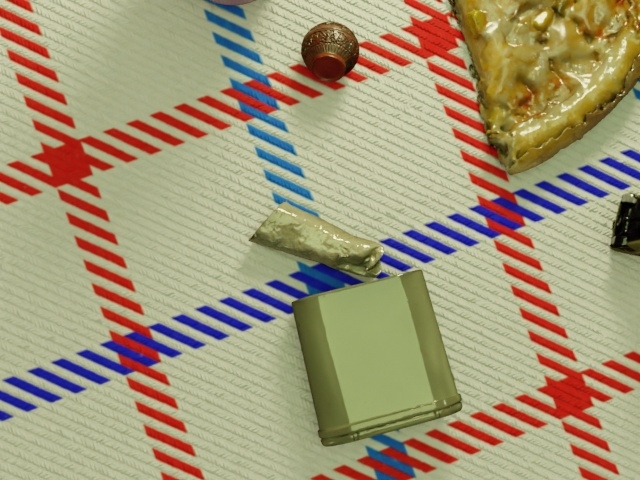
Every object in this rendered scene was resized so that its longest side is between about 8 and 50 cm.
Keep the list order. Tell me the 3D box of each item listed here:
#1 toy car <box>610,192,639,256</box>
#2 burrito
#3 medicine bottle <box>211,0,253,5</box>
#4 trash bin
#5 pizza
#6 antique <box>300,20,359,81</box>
[{"bbox_3d":[0.575,-0.027,1.790,0.125,0.257,0.101,15,83,-8],"label":"toy car"},{"bbox_3d":[0.000,0.000,1.824,0.226,0.060,0.087,21,85,-4],"label":"burrito"},{"bbox_3d":[-0.135,-0.508,1.680,0.219,0.388,0.219,0,88,-6],"label":"medicine bottle"},{"bbox_3d":[0.091,0.191,1.794,0.243,0.121,0.247,-13,85,-6],"label":"trash bin"},{"bbox_3d":[0.435,-0.363,1.886,0.392,0.080,0.434,-14,90,-7],"label":"pizza"},{"bbox_3d":[0.016,-0.320,1.829,0.104,0.104,0.104,0,86,-6],"label":"antique"}]
